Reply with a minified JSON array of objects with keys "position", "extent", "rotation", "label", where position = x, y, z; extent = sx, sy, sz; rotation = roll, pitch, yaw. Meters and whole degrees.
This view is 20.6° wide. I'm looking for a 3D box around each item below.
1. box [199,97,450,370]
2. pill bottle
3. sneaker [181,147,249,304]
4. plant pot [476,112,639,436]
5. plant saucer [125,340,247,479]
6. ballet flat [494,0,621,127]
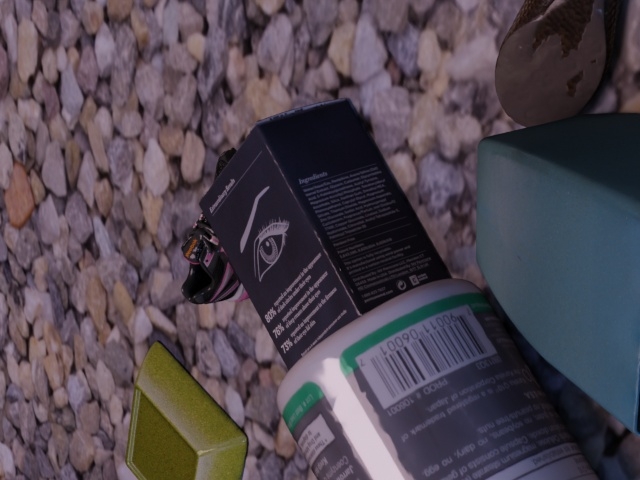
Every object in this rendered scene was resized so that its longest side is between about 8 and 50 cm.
[{"position":[0.000,0.000,1.610],"extent":[0.207,0.108,0.153],"rotation":[62,145,14],"label":"box"},{"position":[0.131,0.230,1.447],"extent":[0.361,0.204,0.204],"rotation":[60,145,17],"label":"pill bottle"},{"position":[-0.101,-0.004,1.779],"extent":[0.072,0.077,0.178],"rotation":[34,131,40],"label":"sneaker"},{"position":[0.220,-0.002,1.261],"extent":[0.234,0.166,0.165],"rotation":[36,133,53],"label":"plant pot"},{"position":[-0.165,0.242,2.016],"extent":[0.188,0.045,0.188],"rotation":[43,137,36],"label":"plant saucer"},{"position":[0.188,-0.186,1.310],"extent":[0.084,0.058,0.250],"rotation":[18,134,9],"label":"ballet flat"}]
